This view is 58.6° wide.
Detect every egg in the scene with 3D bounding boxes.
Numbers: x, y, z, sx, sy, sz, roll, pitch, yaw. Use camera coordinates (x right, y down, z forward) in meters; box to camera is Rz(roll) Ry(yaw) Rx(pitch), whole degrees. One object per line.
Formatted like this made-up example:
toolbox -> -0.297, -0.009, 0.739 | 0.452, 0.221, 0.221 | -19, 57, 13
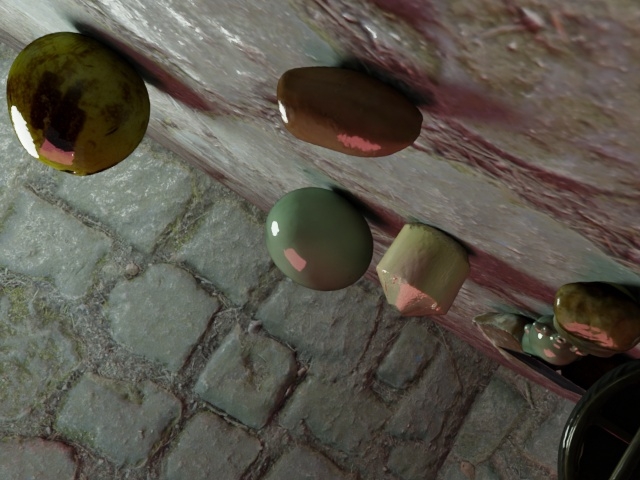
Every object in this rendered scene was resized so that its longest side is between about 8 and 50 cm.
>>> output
egg -> 0.000, 0.000, 1.185 | 0.202, 0.203, 0.282 | 29, 176, 35

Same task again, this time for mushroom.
mushroom -> 0.353, 0.103, 0.732 | 0.100, 0.081, 0.312 | 35, -178, 25

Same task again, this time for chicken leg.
chicken leg -> 0.580, 0.264, 1.016 | 0.113, 0.093, 0.304 | 12, -179, -39

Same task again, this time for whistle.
whistle -> 0.430, 0.188, 1.058 | 0.110, 0.092, 0.244 | 28, 174, 19

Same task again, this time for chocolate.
chocolate -> 0.461, 0.221, 1.329 | 0.157, 0.080, 0.254 | 45, 175, 1

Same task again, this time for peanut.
peanut -> 0.023, -0.116, 0.518 | 0.152, 0.076, 0.076 | 25, 173, 28

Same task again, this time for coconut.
coconut -> 0.171, 0.059, 0.984 | 0.147, 0.153, 0.147 | 30, 174, 4

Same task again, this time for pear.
pear -> -0.489, -0.270, 1.149 | 0.283, 0.284, 0.283 | 31, 176, 2

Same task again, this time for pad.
pad -> 0.443, 0.258, 1.110 | 0.163, 0.004, 0.243 | 33, 176, 7

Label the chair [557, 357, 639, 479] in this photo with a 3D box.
chair -> 0.418, 0.275, 0.541 | 0.364, 0.362, 0.410 | 30, -179, 17
